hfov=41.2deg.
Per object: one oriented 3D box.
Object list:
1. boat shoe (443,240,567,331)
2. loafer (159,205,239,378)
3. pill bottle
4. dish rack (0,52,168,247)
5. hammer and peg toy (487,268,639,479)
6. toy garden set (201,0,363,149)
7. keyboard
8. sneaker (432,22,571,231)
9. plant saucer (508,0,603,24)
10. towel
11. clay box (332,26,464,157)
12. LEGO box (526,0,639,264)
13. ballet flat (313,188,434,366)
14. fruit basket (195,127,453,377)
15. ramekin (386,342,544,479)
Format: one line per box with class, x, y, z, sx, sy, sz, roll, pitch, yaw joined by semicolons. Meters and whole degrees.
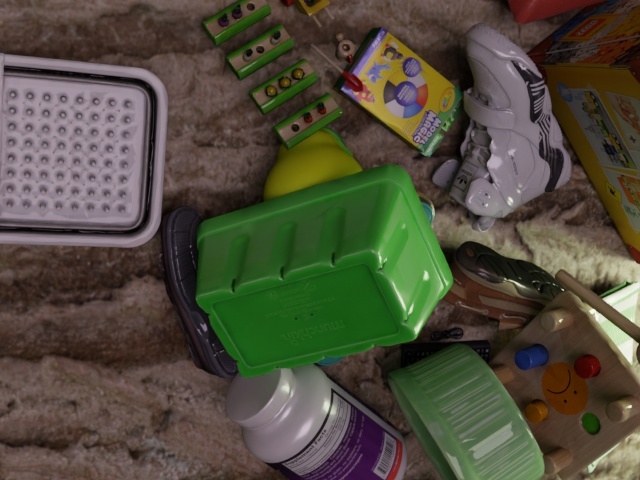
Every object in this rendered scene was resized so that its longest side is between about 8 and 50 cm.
boat shoe;0.351;0.105;1.580;0.324;0.122;0.120;23;118;-26
loafer;-0.215;0.092;1.412;0.109;0.095;0.302;-34;113;-48
pill bottle;-0.008;0.326;1.454;0.181;0.181;0.323;-49;121;-1
dish rack;-0.410;-0.136;1.311;0.333;0.072;0.285;2;101;-17
hammer and peg toy;0.456;0.217;1.469;0.127;0.266;0.361;-9;145;-40
toy garden set;-0.036;-0.301;1.350;0.204;0.049;0.244;-34;88;-14
keyboard;0.238;0.218;1.614;0.180;0.023;0.108;-1;102;-17
sneaker;0.285;-0.175;1.446;0.210;0.137;0.366;-39;128;-4
plant saucer;0.411;-0.522;1.437;0.258;0.048;0.259;-18;88;-12
towel;0.559;0.256;1.647;0.248;0.038;0.325;-16;107;-48
clay box;0.146;-0.248;1.461;0.222;0.053;0.127;33;91;-20
LEGO box;0.620;-0.157;1.455;0.193;0.372;0.500;-38;111;-6
ballet flat;0.072;0.057;1.479;0.123;0.123;0.348;30;96;-21
fruit basket;0.000;0.000;1.350;0.392;0.392;0.283;-31;117;-8
ramekin;0.256;0.327;1.491;0.148;0.303;0.303;-30;109;-6
